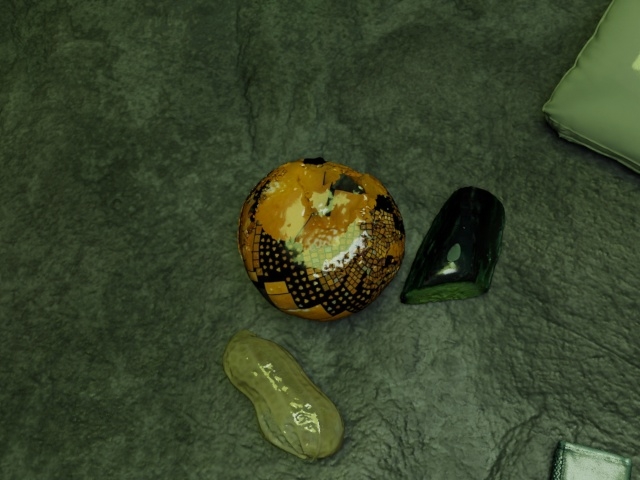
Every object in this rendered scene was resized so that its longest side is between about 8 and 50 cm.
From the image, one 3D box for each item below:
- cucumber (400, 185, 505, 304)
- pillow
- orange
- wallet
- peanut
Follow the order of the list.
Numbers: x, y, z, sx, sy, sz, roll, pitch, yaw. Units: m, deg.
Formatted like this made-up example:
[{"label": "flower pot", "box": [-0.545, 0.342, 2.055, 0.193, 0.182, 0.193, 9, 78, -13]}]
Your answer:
[{"label": "cucumber", "box": [0.199, 0.012, 0.829, 0.115, 0.085, 0.193, 18, 66, 18]}, {"label": "pillow", "box": [0.512, -0.202, 0.805, 0.322, 0.120, 0.255, 37, 110, 22]}, {"label": "orange", "box": [0.000, 0.000, 0.809, 0.235, 0.182, 0.234, 1, 67, -2]}, {"label": "wallet", "box": [0.325, 0.319, 0.704, 0.088, 0.026, 0.129, 10, 71, 18]}, {"label": "peanut", "box": [-0.055, 0.208, 0.784, 0.214, 0.090, 0.098, 47, 111, 24]}]
